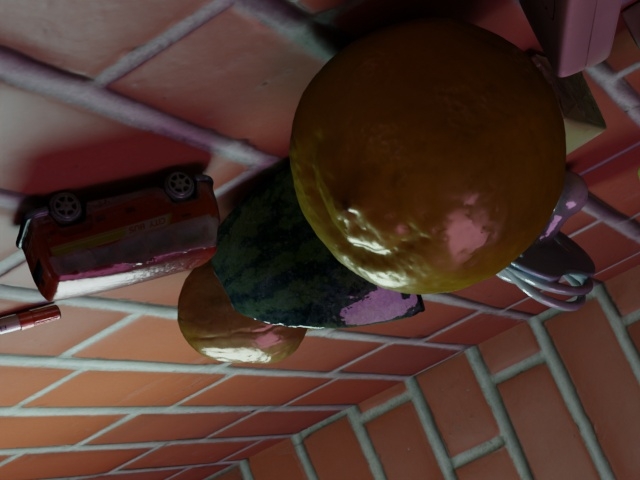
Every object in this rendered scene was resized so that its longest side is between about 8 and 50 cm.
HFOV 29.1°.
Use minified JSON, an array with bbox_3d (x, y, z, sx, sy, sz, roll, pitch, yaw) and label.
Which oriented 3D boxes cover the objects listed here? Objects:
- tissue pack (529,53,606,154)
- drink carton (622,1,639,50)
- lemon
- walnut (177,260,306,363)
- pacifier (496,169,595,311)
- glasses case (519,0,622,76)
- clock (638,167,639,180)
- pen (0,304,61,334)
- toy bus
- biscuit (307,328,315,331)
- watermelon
[{"bbox_3d":[0.275,-0.157,1.808,0.234,0.125,0.159,-32,161,30],"label":"tissue pack"},{"bbox_3d":[0.568,-0.242,1.806,0.132,0.194,0.324,-30,161,20],"label":"drink carton"},{"bbox_3d":[0.132,-0.102,1.462,0.348,0.348,0.348,-21,163,-7],"label":"lemon"},{"bbox_3d":[-0.123,0.108,1.986,0.221,0.195,0.195,-6,163,4],"label":"walnut"},{"bbox_3d":[0.435,-0.022,2.331,0.299,0.244,0.233,-4,125,-49],"label":"pacifier"},{"bbox_3d":[0.277,-0.299,1.371,0.070,0.131,0.313,-24,163,1],"label":"glasses case"},{"bbox_3d":[0.570,-0.096,1.765,0.202,0.096,0.143,-12,170,2],"label":"clock"},{"bbox_3d":[-0.512,0.137,1.869,0.239,0.028,0.028,-14,161,-24],"label":"pen"},{"bbox_3d":[-0.252,-0.004,1.611,0.265,0.120,0.121,-13,162,-25],"label":"toy bus"},{"bbox_3d":[-0.007,0.139,2.463,0.378,0.054,0.094,-25,162,7],"label":"biscuit"},{"bbox_3d":[0.003,0.032,1.841,0.283,0.250,0.292,-23,161,18],"label":"watermelon"}]
